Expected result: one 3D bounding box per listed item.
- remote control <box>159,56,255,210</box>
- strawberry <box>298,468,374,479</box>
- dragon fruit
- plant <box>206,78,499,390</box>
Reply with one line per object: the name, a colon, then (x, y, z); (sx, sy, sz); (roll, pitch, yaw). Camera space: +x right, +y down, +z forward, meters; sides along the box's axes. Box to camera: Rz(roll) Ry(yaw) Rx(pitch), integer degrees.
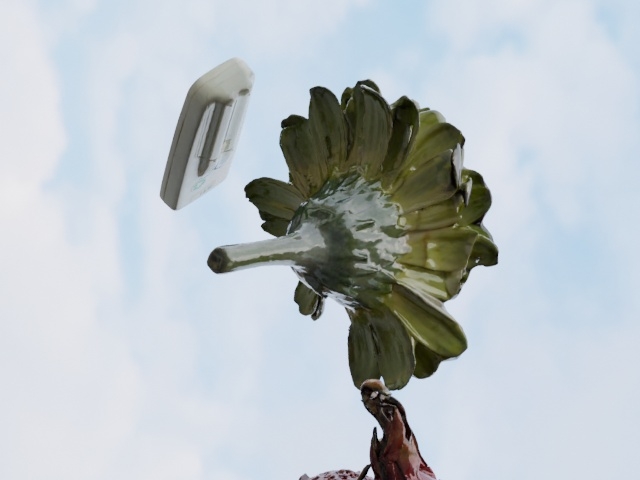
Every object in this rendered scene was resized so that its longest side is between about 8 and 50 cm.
remote control: (-0.122, -0.113, 1.875); (0.049, 0.090, 0.230); (46, -30, 14)
strawberry: (0.030, 0.309, 1.797); (0.086, 0.145, 0.145); (-31, -106, 53)
dragon fruit: (0.060, 0.200, 1.316); (0.094, 0.094, 0.190); (18, -49, 51)
plant: (0.043, -0.019, 1.691); (0.261, 0.297, 0.306); (-33, -111, 9)
